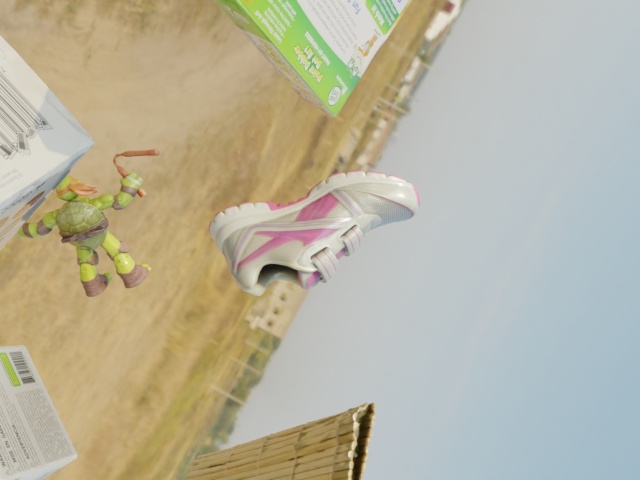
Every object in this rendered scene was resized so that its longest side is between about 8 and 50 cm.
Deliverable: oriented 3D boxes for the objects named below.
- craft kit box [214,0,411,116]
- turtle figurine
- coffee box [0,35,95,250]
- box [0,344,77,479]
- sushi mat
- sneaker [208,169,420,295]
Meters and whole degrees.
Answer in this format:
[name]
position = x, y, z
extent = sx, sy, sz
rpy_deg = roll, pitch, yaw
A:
[craft kit box]
position = 0.021, -0.280, 0.828
extent = 0.247, 0.061, 0.250
rpy_deg = -58, 153, -4
[turtle figurine]
position = -0.343, -0.022, 1.284
extent = 0.087, 0.269, 0.217
rpy_deg = -112, -179, -58
[coffee box]
position = -0.540, -0.087, 0.944
extent = 0.334, 0.338, 0.337
rpy_deg = -36, -172, 36
[box]
position = -0.326, 0.186, 0.691
extent = 0.203, 0.114, 0.103
rpy_deg = -32, 168, 13
[sushi mat]
position = -0.056, 0.222, 0.644
extent = 0.316, 0.019, 0.151
rpy_deg = -34, -140, 54
[sneaker]
position = 0.000, 0.000, 0.986
extent = 0.103, 0.252, 0.111
rpy_deg = 56, 18, -66
